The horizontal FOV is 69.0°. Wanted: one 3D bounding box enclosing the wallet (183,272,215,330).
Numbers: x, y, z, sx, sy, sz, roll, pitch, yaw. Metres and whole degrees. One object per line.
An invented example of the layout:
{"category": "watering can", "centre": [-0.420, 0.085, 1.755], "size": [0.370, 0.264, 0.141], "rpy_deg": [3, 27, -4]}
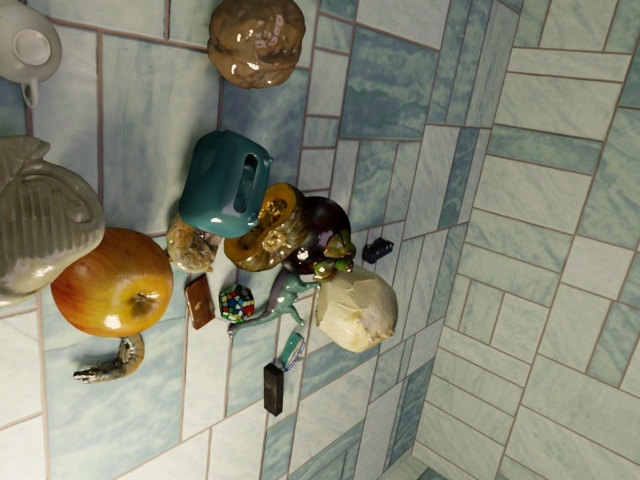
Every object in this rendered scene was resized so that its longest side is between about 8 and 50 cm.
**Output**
{"category": "wallet", "centre": [-0.391, 0.201, 1.506], "size": [0.095, 0.026, 0.176], "rpy_deg": [-38, 136, -42]}

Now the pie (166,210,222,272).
{"category": "pie", "centre": [-0.373, -0.015, 1.378], "size": [0.185, 0.052, 0.218], "rpy_deg": [27, 77, -45]}

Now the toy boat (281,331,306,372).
{"category": "toy boat", "centre": [-0.103, 0.480, 1.960], "size": [0.110, 0.091, 0.175], "rpy_deg": [26, 91, -37]}

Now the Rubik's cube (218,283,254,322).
{"category": "Rubik's cube", "centre": [-0.284, 0.213, 1.575], "size": [0.133, 0.133, 0.112], "rpy_deg": [-65, 170, -4]}

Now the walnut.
{"category": "walnut", "centre": [-0.167, -0.534, 1.241], "size": [0.273, 0.226, 0.274], "rpy_deg": [-27, 129, -38]}

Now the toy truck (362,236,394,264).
{"category": "toy truck", "centre": [0.281, 0.047, 2.251], "size": [0.201, 0.074, 0.088], "rpy_deg": [-25, 136, -44]}

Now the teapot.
{"category": "teapot", "centre": [-0.584, -0.373, 0.916], "size": [0.145, 0.092, 0.227], "rpy_deg": [-20, 126, -45]}

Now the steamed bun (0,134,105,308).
{"category": "steamed bun", "centre": [-0.629, -0.034, 0.911], "size": [0.310, 0.219, 0.324], "rpy_deg": [50, 56, -9]}

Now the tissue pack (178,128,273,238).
{"category": "tissue pack", "centre": [-0.257, -0.156, 1.300], "size": [0.198, 0.205, 0.288], "rpy_deg": [24, 75, -47]}

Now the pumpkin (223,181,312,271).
{"category": "pumpkin", "centre": [-0.169, -0.050, 1.494], "size": [0.317, 0.222, 0.139], "rpy_deg": [-45, 137, 16]}

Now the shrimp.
{"category": "shrimp", "centre": [-0.586, 0.326, 1.308], "size": [0.217, 0.051, 0.150], "rpy_deg": [-3, 107, -59]}

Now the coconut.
{"category": "coconut", "centre": [0.164, 0.291, 1.979], "size": [0.346, 0.360, 0.347], "rpy_deg": [-31, 132, -41]}

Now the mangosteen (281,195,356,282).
{"category": "mangosteen", "centre": [-0.010, -0.010, 1.650], "size": [0.300, 0.300, 0.301], "rpy_deg": [-27, 128, -42]}

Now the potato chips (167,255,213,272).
{"category": "potato chips", "centre": [-0.405, 0.071, 1.421], "size": [0.204, 0.026, 0.037], "rpy_deg": [18, 95, -55]}

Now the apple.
{"category": "apple", "centre": [-0.501, 0.107, 1.142], "size": [0.286, 0.232, 0.286], "rpy_deg": [-29, 130, -42]}

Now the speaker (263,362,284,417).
{"category": "speaker", "centre": [-0.196, 0.619, 1.925], "size": [0.044, 0.082, 0.218], "rpy_deg": [-23, 127, -45]}

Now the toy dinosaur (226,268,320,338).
{"category": "toy dinosaur", "centre": [-0.167, 0.186, 1.739], "size": [0.330, 0.129, 0.384], "rpy_deg": [10, 99, -44]}
